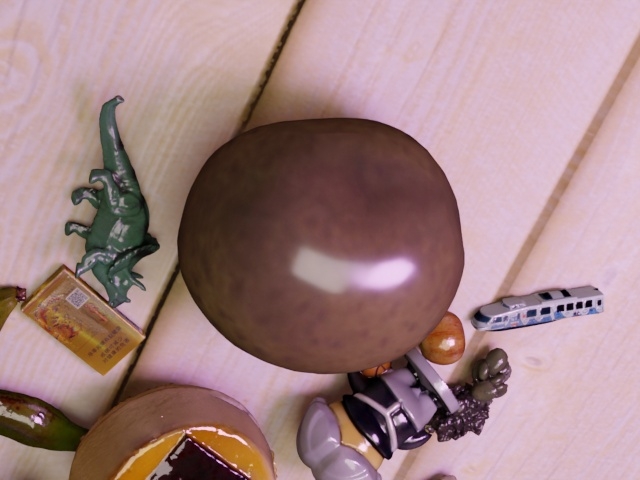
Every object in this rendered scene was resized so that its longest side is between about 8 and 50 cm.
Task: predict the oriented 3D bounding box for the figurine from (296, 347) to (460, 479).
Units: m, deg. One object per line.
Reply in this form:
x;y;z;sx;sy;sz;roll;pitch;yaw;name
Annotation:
0.071;0.261;1.497;0.236;0.133;0.176;-38;77;-4;figurine

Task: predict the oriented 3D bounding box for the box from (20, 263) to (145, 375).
-0.328;0.112;1.403;0.089;0.022;0.156;-45;114;4;box

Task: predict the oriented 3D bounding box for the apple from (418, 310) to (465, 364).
0.178;0.145;1.512;0.071;0.084;0.084;-7;113;0;apple

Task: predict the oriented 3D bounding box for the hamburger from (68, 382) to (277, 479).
-0.206;0.344;1.438;0.300;0.176;0.300;-7;111;-17;hamburger

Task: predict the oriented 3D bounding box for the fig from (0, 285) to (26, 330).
-0.478;0.115;1.314;0.185;0.126;0.133;-27;102;2;fig

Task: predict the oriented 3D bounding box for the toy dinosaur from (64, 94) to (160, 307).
-0.285;-0.045;1.324;0.120;0.079;0.292;-16;117;-13;toy dinosaur

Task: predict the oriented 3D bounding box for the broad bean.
-0.449;0.236;1.399;0.339;0.061;0.077;21;120;-20;broad bean

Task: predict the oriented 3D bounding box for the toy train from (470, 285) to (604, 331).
0.331;0.106;1.553;0.207;0.043;0.047;-9;111;-10;toy train

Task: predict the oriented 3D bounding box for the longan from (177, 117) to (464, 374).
0.000;0.000;1.293;0.361;0.361;0.361;-5;112;-12;longan

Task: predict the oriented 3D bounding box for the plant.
0.236;0.243;1.568;0.174;0.087;0.085;-50;149;4;plant

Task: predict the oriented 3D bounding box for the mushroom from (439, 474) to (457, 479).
0.082;0.545;1.610;0.407;0.154;0.137;-35;156;4;mushroom
